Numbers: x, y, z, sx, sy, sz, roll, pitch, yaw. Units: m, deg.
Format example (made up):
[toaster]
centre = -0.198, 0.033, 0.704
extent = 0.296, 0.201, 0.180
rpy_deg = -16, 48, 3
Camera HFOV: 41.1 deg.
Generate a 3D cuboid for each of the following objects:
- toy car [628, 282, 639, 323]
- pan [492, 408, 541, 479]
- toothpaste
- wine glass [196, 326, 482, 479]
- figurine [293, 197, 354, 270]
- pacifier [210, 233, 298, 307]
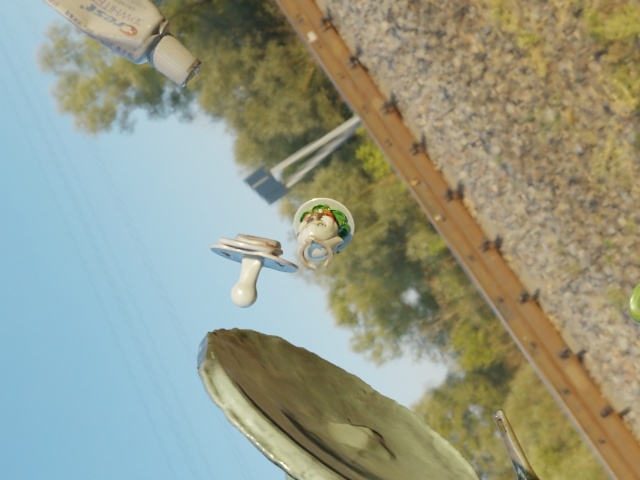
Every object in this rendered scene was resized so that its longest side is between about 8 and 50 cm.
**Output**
[toy car]
centre = 0.603, 0.085, 1.275
extent = 0.145, 0.235, 0.235
rpy_deg = 17, -160, -20
[pan]
centre = 0.186, 0.260, 0.744
extent = 0.048, 0.128, 0.202
rpy_deg = 3, -153, -42
[toothpaste]
centre = -0.270, -0.301, 1.078
extent = 0.282, 0.068, 0.099
rpy_deg = 40, -148, -12
[wine glass]
centre = -0.078, 0.276, 0.526
extent = 0.267, 0.406, 0.267
rpy_deg = 32, -173, -4
[figurine]
centre = 0.000, 0.000, 1.726
extent = 0.132, 0.132, 0.154
rpy_deg = 55, -159, -17
[pacifier]
centre = -0.076, 0.032, 0.898
extent = 0.099, 0.078, 0.081
rpy_deg = 11, 170, 23
